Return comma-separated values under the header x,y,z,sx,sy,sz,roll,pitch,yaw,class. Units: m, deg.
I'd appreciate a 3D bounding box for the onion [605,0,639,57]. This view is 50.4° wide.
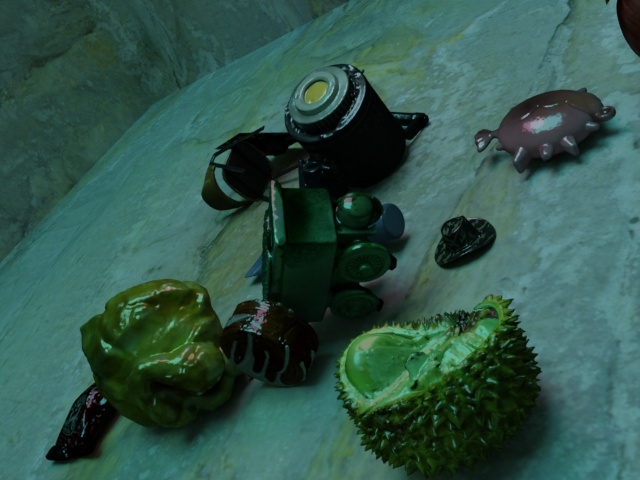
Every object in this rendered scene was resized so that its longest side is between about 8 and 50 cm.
x,y,z,sx,sy,sz,roll,pitch,yaw,class
0.623,-0.421,1.064,0.353,0.354,0.354,-27,27,15,onion

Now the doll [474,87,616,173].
x,y,z,sx,sy,sz,roll,pitch,yaw,class
0.401,-0.209,1.238,0.262,0.093,0.211,-13,36,36,doll

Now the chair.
x,y,z,sx,sy,sz,roll,pitch,yaw,class
-0.193,-0.171,1.780,0.247,0.158,0.172,-2,58,51,chair

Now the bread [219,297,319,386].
x,y,z,sx,sy,sz,roll,pitch,yaw,class
-0.082,0.168,1.093,0.160,0.160,0.073,-13,40,36,bread

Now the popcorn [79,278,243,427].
x,y,z,sx,sy,sz,roll,pitch,yaw,class
-0.272,0.207,1.190,0.225,0.276,0.276,-10,6,-42,popcorn

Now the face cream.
x,y,z,sx,sy,sz,roll,pitch,yaw,class
0.000,0.000,1.367,0.385,0.086,0.135,-15,32,44,face cream

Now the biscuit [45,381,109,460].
x,y,z,sx,sy,sz,roll,pitch,yaw,class
-0.443,0.324,1.344,0.151,0.063,0.235,-32,25,46,biscuit

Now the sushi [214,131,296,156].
x,y,z,sx,sy,sz,roll,pitch,yaw,class
-0.154,-0.256,1.902,0.231,0.047,0.219,-5,-2,-27,sushi

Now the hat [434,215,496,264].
x,y,z,sx,sy,sz,roll,pitch,yaw,class
0.234,-0.012,1.144,0.121,0.050,0.121,-27,24,13,hat

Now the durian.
x,y,z,sx,sy,sz,roll,pitch,yaw,class
0.146,0.170,0.798,0.237,0.176,0.200,-28,36,24,durian

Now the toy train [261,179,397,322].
x,y,z,sx,sy,sz,roll,pitch,yaw,class
0.008,0.028,1.097,0.201,0.266,0.145,-1,51,-8,toy train

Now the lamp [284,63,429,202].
x,y,z,sx,sy,sz,roll,pitch,yaw,class
0.058,-0.263,1.509,0.205,0.272,0.374,13,52,37,lamp
